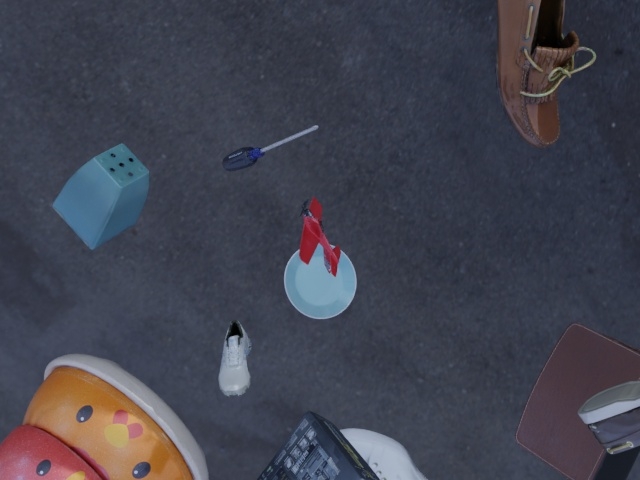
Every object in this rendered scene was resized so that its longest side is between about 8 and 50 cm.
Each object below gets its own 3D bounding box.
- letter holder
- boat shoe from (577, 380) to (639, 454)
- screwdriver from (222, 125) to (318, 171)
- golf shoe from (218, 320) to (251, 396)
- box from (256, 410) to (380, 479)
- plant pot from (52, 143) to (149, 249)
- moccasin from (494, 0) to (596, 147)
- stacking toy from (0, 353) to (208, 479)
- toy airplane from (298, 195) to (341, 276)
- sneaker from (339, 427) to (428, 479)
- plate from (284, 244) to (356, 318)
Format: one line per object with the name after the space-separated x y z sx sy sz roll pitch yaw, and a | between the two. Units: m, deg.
0.582 0.353 1.779 0.152 0.301 0.214 21 -175 -44 | letter holder
0.571 0.265 1.324 0.324 0.117 0.096 -32 88 42 | boat shoe
-0.058 -0.100 0.907 0.170 0.025 0.024 -11 121 54 | screwdriver
-0.181 0.240 1.705 0.069 0.176 0.086 -8 126 1 | golf shoe
-0.031 0.373 1.121 0.059 0.183 0.232 35 91 -29 | box
-0.550 -0.128 2.144 0.165 0.165 0.234 48 135 3 | plant pot
0.405 -0.348 1.498 0.147 0.139 0.379 16 122 41 | moccasin
-0.437 0.444 1.286 0.351 0.480 0.350 23 138 23 | stacking toy
0.000 0.000 1.339 0.028 0.151 0.151 -10 122 20 | toy airplane
0.123 0.447 1.485 0.106 0.123 0.290 -29 120 32 | sneaker
-0.002 0.100 2.038 0.188 0.188 0.024 40 161 -11 | plate
